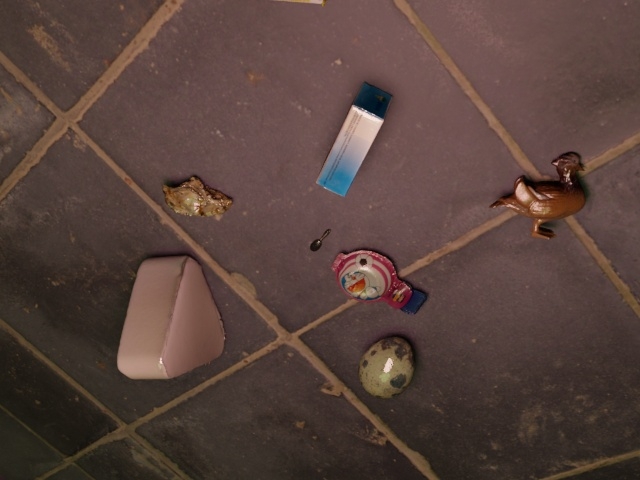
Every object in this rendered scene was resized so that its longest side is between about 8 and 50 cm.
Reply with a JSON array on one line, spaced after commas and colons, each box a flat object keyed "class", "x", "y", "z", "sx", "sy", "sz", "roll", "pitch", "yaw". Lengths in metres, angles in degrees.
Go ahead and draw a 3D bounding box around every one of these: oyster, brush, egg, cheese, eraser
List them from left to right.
[{"class": "eraser", "x": -0.392, "y": 0.192, "z": 1.628, "sx": 0.150, "sy": 0.331, "sz": 0.331, "roll": -2, "pitch": 121, "yaw": 19}, {"class": "oyster", "x": -0.301, "y": -0.103, "z": 1.502, "sx": 0.177, "sy": 0.056, "sz": 0.105, "roll": 4, "pitch": 135, "yaw": 14}, {"class": "brush", "x": 0.000, "y": 0.000, "z": 1.509, "sx": 0.024, "sy": 0.008, "sz": 0.083, "roll": 38, "pitch": 124, "yaw": -6}, {"class": "cheese", "x": 0.141, "y": 0.107, "z": 1.506, "sx": 0.244, "sy": 0.062, "sz": 0.155, "roll": 29, "pitch": 123, "yaw": -4}, {"class": "egg", "x": 0.174, "y": 0.327, "z": 1.591, "sx": 0.141, "sy": 0.141, "sz": 0.181, "roll": 25, "pitch": 117, "yaw": -1}]

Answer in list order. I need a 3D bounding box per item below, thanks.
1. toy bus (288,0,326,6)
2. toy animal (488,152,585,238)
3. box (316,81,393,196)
[{"class": "toy bus", "x": -0.090, "y": -0.503, "z": 1.170, "sx": 0.227, "sy": 0.074, "sz": 0.081, "roll": 10, "pitch": 124, "yaw": 11}, {"class": "toy animal", "x": 0.452, "y": -0.098, "z": 1.277, "sx": 0.188, "sy": 0.089, "sz": 0.179, "roll": 7, "pitch": 107, "yaw": 12}, {"class": "box", "x": 0.069, "y": -0.209, "z": 1.273, "sx": 0.073, "sy": 0.139, "sz": 0.194, "roll": 26, "pitch": 126, "yaw": -2}]
